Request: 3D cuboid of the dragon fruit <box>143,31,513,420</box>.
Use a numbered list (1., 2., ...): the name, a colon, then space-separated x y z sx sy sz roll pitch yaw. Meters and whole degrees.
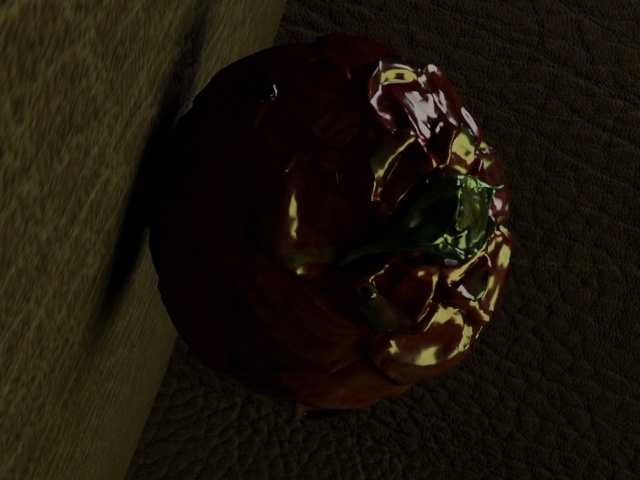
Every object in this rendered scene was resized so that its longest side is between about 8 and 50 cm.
1. dragon fruit: 0.000 0.000 0.797 0.299 0.244 0.244 113 -5 -54
